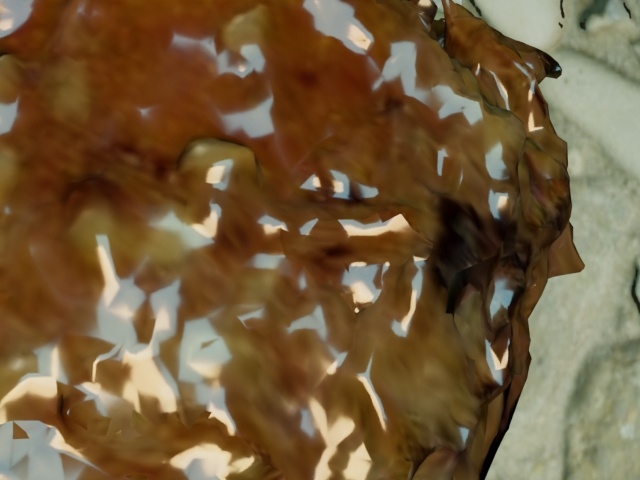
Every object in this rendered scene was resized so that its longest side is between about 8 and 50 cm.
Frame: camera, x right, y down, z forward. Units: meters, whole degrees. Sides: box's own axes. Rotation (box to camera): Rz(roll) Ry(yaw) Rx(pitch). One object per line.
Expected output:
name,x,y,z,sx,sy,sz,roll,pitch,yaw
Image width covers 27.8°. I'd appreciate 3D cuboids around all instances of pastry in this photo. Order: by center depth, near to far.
pastry,-0.066,0.018,0.524,0.337,0.292,0.405,1,76,-13

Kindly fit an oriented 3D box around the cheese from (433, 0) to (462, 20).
cheese,0.067,-0.115,0.760,0.127,0.049,0.235,7,82,-29
